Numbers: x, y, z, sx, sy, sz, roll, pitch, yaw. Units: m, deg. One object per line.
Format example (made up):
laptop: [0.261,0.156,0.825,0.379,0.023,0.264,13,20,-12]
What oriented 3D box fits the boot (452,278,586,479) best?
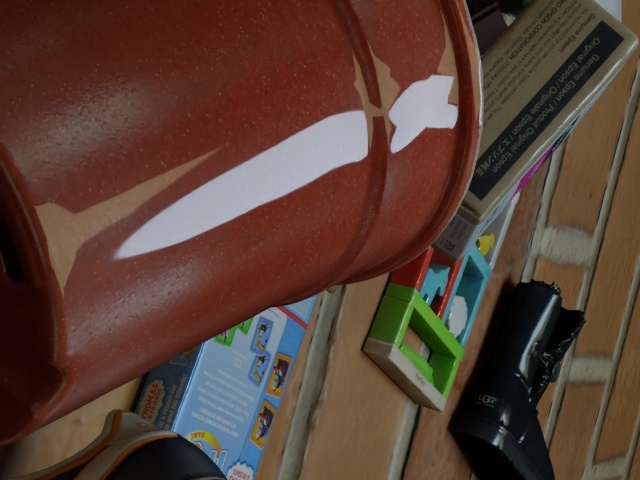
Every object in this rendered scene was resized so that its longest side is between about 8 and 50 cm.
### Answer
boot: [0.246,0.178,1.788,0.207,0.094,0.246,-62,146,-19]

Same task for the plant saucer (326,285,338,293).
plant saucer: [0.000,0.000,1.208,0.083,0.015,0.083,-22,90,-77]

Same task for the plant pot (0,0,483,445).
plant pot: [-0.107,-0.050,0.751,0.265,0.272,0.272,-33,133,-44]

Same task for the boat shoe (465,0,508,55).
boat shoe: [0.056,-0.161,1.196,0.301,0.108,0.102,-36,101,-55]

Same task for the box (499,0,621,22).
box: [0.222,-0.337,1.409,0.232,0.058,0.322,13,76,-65]

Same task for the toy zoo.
toy zoo: [0.131,0.005,1.527,0.293,0.030,0.192,-69,155,-13]

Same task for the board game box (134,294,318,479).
board game box: [-0.070,0.097,1.142,0.160,0.039,0.212,42,64,-63]

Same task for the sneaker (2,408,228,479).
sneaker: [-0.182,0.237,0.907,0.321,0.127,0.126,-43,141,-9]

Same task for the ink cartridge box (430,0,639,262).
ink cartridge box: [0.149,-0.091,1.284,0.193,0.088,0.235,-49,175,-6]
